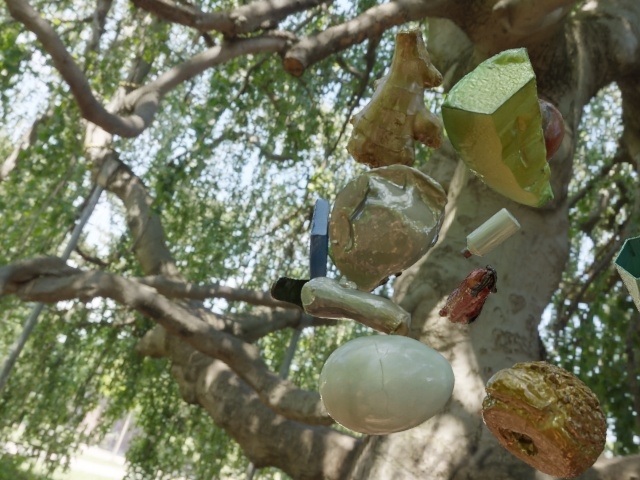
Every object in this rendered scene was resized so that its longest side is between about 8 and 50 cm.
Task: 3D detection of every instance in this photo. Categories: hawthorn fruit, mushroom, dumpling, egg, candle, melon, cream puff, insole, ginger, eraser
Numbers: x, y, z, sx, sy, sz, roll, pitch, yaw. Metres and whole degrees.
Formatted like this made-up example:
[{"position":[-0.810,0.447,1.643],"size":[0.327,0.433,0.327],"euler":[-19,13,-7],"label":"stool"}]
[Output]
[{"position":[0.458,-0.241,1.301],"size":[0.172,0.173,0.173],"euler":[14,-23,6],"label":"hawthorn fruit"},{"position":[0.063,0.133,1.170],"size":[0.278,0.099,0.096],"euler":[12,-45,44],"label":"mushroom"},{"position":[0.127,-0.035,1.223],"size":[0.227,0.243,0.175],"euler":[43,-15,9],"label":"dumpling"},{"position":[0.102,0.220,0.895],"size":[0.209,0.151,0.151],"euler":[-9,-26,3],"label":"egg"},{"position":[0.278,0.102,1.054],"size":[0.084,0.059,0.302],"euler":[-18,-21,-7],"label":"candle"},{"position":[0.368,-0.195,1.144],"size":[0.323,0.196,0.124],"euler":[55,0,-41],"label":"melon"},{"position":[0.589,0.446,1.523],"size":[0.343,0.231,0.327],"euler":[53,-21,-9],"label":"cream puff"},{"position":[-0.060,0.171,1.840],"size":[0.012,0.110,0.309],"euler":[21,2,34],"label":"insole"},{"position":[0.219,-0.343,1.502],"size":[0.236,0.375,0.166],"euler":[38,29,23],"label":"ginger"},{"position":[0.000,0.000,1.473],"size":[0.042,0.144,0.312],"euler":[2,19,2],"label":"eraser"}]

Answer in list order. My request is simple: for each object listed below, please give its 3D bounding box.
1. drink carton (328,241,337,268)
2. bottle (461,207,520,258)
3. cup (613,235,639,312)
[{"position":[0.120,0.026,1.733],"size":[0.108,0.161,0.271],"euler":[55,-12,-21],"label":"drink carton"},{"position":[0.664,-0.015,2.300],"size":[0.245,0.104,0.104],"euler":[-41,-51,19],"label":"bottle"},{"position":[0.788,0.110,1.356],"size":[0.134,0.148,0.236],"euler":[-31,-56,6],"label":"cup"}]
